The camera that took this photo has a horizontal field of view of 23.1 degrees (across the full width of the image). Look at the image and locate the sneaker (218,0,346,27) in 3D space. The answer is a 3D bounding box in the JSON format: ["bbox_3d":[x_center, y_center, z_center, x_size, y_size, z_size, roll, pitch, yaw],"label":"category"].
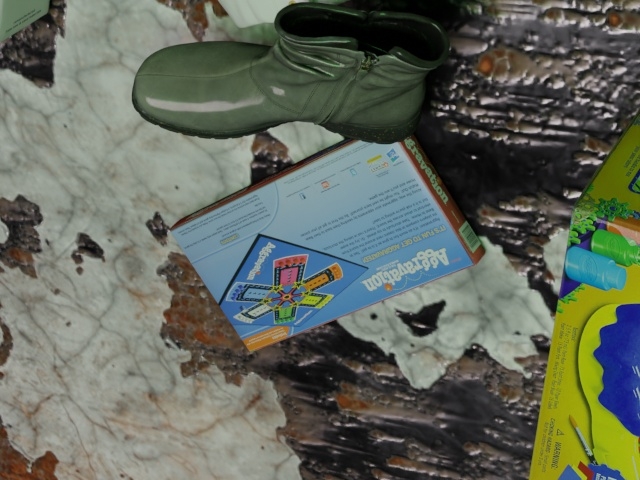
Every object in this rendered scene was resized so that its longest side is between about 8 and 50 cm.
[{"bbox_3d":[-0.005,-0.268,1.191,0.169,0.108,0.292,53,141,-10],"label":"sneaker"}]

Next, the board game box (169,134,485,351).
[{"bbox_3d":[0.000,0.000,1.402,0.281,0.027,0.145,-23,104,39],"label":"board game box"}]

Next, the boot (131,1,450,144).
[{"bbox_3d":[-0.028,-0.143,1.211,0.246,0.083,0.161,3,162,0],"label":"boot"}]

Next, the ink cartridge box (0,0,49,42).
[{"bbox_3d":[-0.308,-0.298,1.360,0.148,0.086,0.203,27,130,15],"label":"ink cartridge box"}]

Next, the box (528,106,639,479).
[{"bbox_3d":[0.326,0.093,1.164,0.279,0.177,0.290,17,126,20],"label":"box"}]
